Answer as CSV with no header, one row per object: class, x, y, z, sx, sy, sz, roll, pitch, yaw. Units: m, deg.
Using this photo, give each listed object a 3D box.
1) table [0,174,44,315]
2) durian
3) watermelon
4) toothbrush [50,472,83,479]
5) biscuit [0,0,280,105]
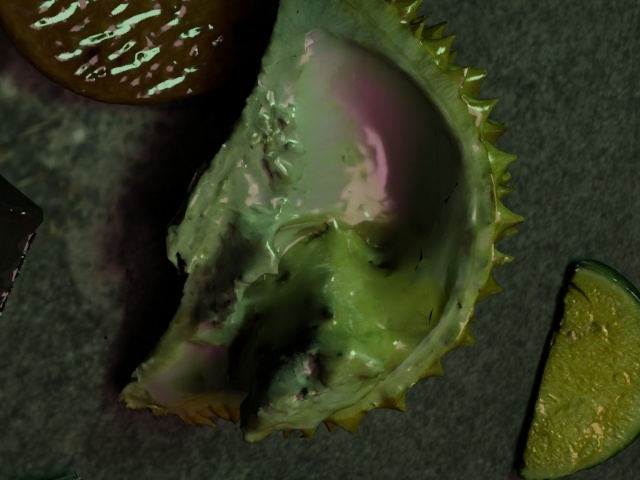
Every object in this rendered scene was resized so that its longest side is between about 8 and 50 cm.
table,-0.254,0.027,0.572,0.172,0.169,0.193,16,103,-42
durian,0.000,0.000,0.765,0.166,0.172,0.306,6,126,-42
watermelon,0.214,0.098,1.078,0.092,0.075,0.181,11,109,4
toothbrush,-0.257,0.169,0.741,0.288,0.026,0.024,-9,159,-34
biscuit,-0.077,-0.166,0.703,0.212,0.036,0.212,-17,122,-30
